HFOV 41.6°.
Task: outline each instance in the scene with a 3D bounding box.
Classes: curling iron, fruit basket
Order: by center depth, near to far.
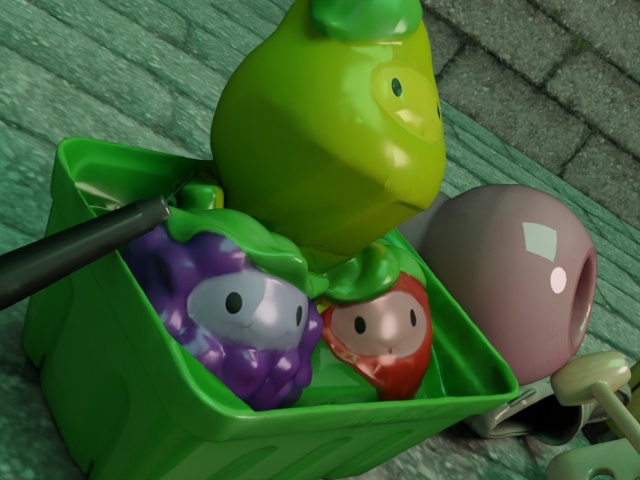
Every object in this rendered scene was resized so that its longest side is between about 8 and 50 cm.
[{"bbox_3d":[-0.202,0.046,0.453,0.274,0.035,0.068,-28,38,-19],"label":"curling iron"},{"bbox_3d":[0.000,0.000,0.630,0.392,0.392,0.283,9,37,-50],"label":"fruit basket"}]

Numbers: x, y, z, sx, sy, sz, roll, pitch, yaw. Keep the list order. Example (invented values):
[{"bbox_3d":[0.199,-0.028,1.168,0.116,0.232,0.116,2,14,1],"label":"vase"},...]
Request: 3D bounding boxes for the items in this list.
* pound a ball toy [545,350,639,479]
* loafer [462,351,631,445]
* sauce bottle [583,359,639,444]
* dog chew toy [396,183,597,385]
[{"bbox_3d":[0.263,0.274,0.759,0.319,0.136,0.208,-83,154,-64],"label":"pound a ball toy"},{"bbox_3d":[0.270,0.195,1.000,0.319,0.112,0.111,8,36,-36],"label":"loafer"},{"bbox_3d":[0.497,0.159,1.095,0.111,0.344,0.111,33,25,-18],"label":"sauce bottle"},{"bbox_3d":[0.110,0.031,0.888,0.332,0.206,0.206,11,10,28],"label":"dog chew toy"}]
